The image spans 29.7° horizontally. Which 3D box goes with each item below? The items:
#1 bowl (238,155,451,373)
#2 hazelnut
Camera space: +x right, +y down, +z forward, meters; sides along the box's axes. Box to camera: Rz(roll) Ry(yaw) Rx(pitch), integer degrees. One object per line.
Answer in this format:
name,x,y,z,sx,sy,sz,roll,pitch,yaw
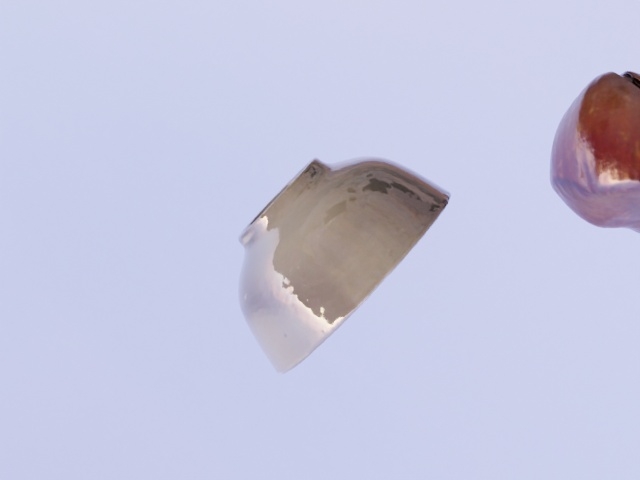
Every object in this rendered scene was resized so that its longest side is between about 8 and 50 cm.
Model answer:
bowl,0.000,0.000,1.378,0.146,0.289,0.289,44,-141,-3
hazelnut,0.421,-0.123,1.692,0.218,0.218,0.234,49,-176,34
